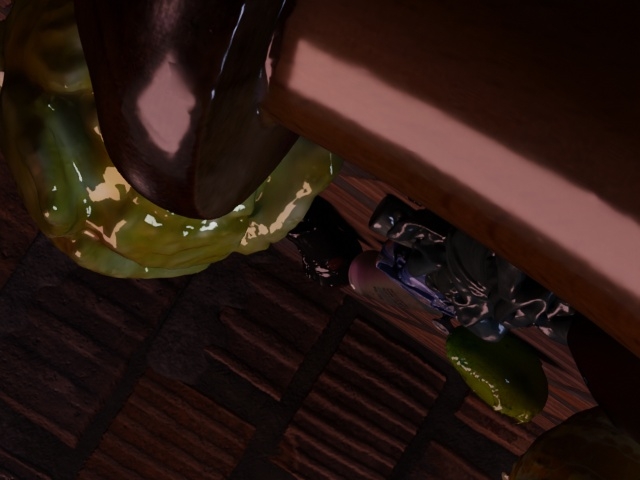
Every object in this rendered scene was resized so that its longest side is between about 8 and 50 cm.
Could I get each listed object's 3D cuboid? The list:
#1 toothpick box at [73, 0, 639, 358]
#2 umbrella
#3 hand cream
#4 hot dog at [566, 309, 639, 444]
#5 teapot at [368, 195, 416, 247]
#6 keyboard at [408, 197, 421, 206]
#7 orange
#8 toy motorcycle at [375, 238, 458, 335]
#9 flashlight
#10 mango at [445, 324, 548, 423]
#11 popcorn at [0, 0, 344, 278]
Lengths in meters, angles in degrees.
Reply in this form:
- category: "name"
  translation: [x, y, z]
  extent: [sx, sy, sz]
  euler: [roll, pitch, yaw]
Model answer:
- category: "toothpick box"
  translation: [0.069, -0.059, 0.462]
  extent: [0.294, 0.192, 0.192]
  euler: [26, 174, 7]
- category: "umbrella"
  translation: [0.165, 0.028, 1.168]
  extent: [0.143, 0.094, 0.349]
  euler: [32, 173, -19]
- category: "hand cream"
  translation: [0.139, 0.066, 1.895]
  extent: [0.111, 0.070, 0.312]
  euler: [44, 167, -23]
- category: "hot dog"
  translation: [0.251, 0.055, 0.854]
  extent: [0.194, 0.107, 0.326]
  euler: [22, 162, 17]
- category: "teapot"
  translation: [0.108, -0.004, 1.570]
  extent: [0.110, 0.043, 0.043]
  euler: [30, 176, -10]
- category: "keyboard"
  translation: [0.122, -0.030, 1.341]
  extent: [0.195, 0.018, 0.060]
  euler: [30, 171, 22]
- category: "orange"
  translation: [0.367, 0.365, 1.836]
  extent: [0.249, 0.329, 0.329]
  euler: [4, 156, 42]
- category: "toy motorcycle"
  translation: [0.135, 0.044, 1.691]
  extent: [0.205, 0.076, 0.114]
  euler: [28, 162, 41]
- category: "flashlight"
  translation: [0.000, 0.000, 2.050]
  extent: [0.093, 0.093, 0.232]
  euler: [32, 172, 20]
- category: "mango"
  translation: [0.254, 0.183, 2.092]
  extent: [0.178, 0.100, 0.119]
  euler: [39, -179, -12]
- category: "popcorn"
  translation: [-0.121, -0.111, 1.015]
  extent: [0.225, 0.276, 0.276]
  euler: [-5, -166, -26]
